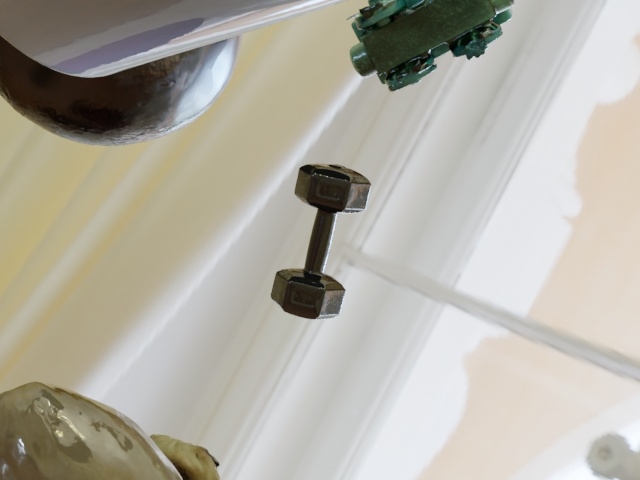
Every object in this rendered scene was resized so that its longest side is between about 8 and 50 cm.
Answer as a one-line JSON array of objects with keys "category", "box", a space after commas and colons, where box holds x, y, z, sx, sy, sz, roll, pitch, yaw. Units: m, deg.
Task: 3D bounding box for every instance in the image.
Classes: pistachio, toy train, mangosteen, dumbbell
[{"category": "pistachio", "box": [-0.267, 0.274, 1.323, 0.288, 0.197, 0.166, 41, -46, 5]}, {"category": "toy train", "box": [0.132, -0.263, 1.448, 0.112, 0.203, 0.163, 63, 16, -11]}, {"category": "mangosteen", "box": [-0.249, -0.252, 1.400, 0.307, 0.306, 0.347, 30, -13, -15]}, {"category": "dumbbell", "box": [0.000, 0.000, 0.650, 0.036, 0.083, 0.040, 20, 11, 35]}]

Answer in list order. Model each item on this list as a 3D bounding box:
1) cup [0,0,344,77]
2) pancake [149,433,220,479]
[{"category": "cup", "box": [-0.030, -0.251, 0.682, 0.372, 0.253, 0.253, -10, -26, 26]}, {"category": "pancake", "box": [-0.222, 0.429, 1.521, 0.071, 0.382, 0.382, 21, -1, -40]}]
